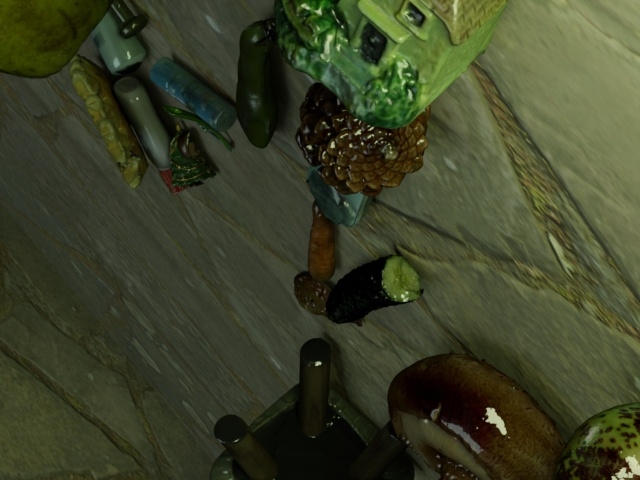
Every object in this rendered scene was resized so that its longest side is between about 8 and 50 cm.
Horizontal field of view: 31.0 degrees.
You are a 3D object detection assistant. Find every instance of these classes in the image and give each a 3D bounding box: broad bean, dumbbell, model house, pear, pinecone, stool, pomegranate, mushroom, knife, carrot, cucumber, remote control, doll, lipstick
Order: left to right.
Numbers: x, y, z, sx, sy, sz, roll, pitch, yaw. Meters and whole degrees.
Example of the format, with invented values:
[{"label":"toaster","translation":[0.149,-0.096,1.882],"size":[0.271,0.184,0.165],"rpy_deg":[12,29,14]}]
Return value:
[{"label":"pear","translation":[-0.448,-0.433,1.588],"size":[0.413,0.352,0.352],"rpy_deg":[55,157,-19]},{"label":"dumbbell","translation":[-0.322,-0.374,1.805],"size":[0.118,0.046,0.052],"rpy_deg":[54,163,-7]},{"label":"doll","translation":[-0.240,-0.140,1.972],"size":[0.113,0.076,0.078],"rpy_deg":[59,165,-17]},{"label":"lipstick","translation":[-0.198,-0.228,1.795],"size":[0.158,0.048,0.048],"rpy_deg":[38,155,26]},{"label":"knife","translation":[-0.197,-0.186,1.813],"size":[0.078,0.022,0.166],"rpy_deg":[32,-178,27]},{"label":"broad bean","translation":[-0.085,-0.220,1.571],"size":[0.075,0.067,0.325],"rpy_deg":[36,156,12]},{"label":"stool","translation":[-0.013,0.386,2.059],"size":[0.310,0.310,0.226],"rpy_deg":[38,154,21]},{"label":"carrot","translation":[0.000,0.000,1.782],"size":[0.047,0.047,0.191],"rpy_deg":[39,154,26]},{"label":"remote control","translation":[0.035,-0.098,1.553],"size":[0.104,0.052,0.247],"rpy_deg":[47,158,12]},{"label":"pinecone","translation":[0.046,-0.133,1.352],"size":[0.173,0.173,0.173],"rpy_deg":[40,155,23]},{"label":"cucumber","translation":[0.065,0.079,1.745],"size":[0.081,0.072,0.303],"rpy_deg":[52,158,-4]},{"label":"model house","translation":[0.069,-0.255,1.090],"size":[0.214,0.195,0.189],"rpy_deg":[45,149,8]},{"label":"mushroom","translation":[0.225,0.283,1.654],"size":[0.297,0.163,0.278],"rpy_deg":[24,137,47]},{"label":"pomegranate","translation":[0.378,0.295,1.303],"size":[0.214,0.214,0.248],"rpy_deg":[53,170,-5]}]

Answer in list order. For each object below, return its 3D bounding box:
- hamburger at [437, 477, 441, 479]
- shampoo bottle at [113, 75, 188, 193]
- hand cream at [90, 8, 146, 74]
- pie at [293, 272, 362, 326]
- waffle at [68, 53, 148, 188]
[{"label":"hamburger","translation":[0.271,0.576,1.852],"size":[0.396,0.277,0.396],"rpy_deg":[42,154,26]},{"label":"shampoo bottle","translation":[-0.293,-0.181,2.030],"size":[0.108,0.051,0.221],"rpy_deg":[39,157,56]},{"label":"hand cream","translation":[-0.394,-0.411,1.881],"size":[0.321,0.067,0.109],"rpy_deg":[56,159,-1]},{"label":"pie","translation":[-0.006,0.096,1.958],"size":[0.191,0.033,0.088],"rpy_deg":[16,135,54]},{"label":"waffle","translation":[-0.369,-0.213,2.020],"size":[0.261,0.056,0.250],"rpy_deg":[-112,-2,-79]}]
